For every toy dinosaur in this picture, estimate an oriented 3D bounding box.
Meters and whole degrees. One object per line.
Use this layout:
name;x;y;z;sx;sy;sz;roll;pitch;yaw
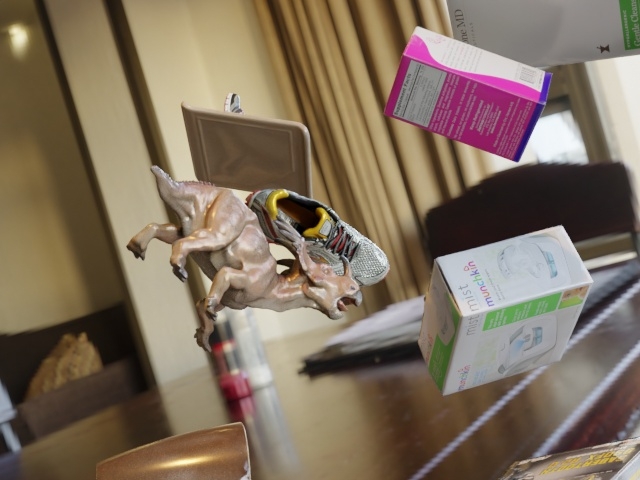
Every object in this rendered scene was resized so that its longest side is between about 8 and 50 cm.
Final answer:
toy dinosaur;-0.103;0.005;1.326;0.200;0.296;0.127;-43;18;-25

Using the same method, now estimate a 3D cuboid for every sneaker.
sneaker;-0.151;-0.220;2.116;0.074;0.170;0.063;-4;-35;-7
sneaker;0.000;0.000;1.491;0.225;0.088;0.092;27;-17;-19

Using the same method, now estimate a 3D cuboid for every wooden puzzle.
wooden puzzle;-0.126;-0.159;1.930;0.238;0.044;0.221;13;-32;10

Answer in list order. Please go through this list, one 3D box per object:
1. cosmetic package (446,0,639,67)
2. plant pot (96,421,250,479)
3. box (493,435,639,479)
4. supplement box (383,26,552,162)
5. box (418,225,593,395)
cosmetic package;0.393;-0.395;1.712;0.365;0.197;0.155;-6;31;21
plant pot;-0.236;0.400;1.696;0.230;0.215;0.215;-1;0;-11
box;0.324;0.332;1.433;0.231;0.056;0.183;-23;-3;39
supplement box;0.221;-0.221;1.621;0.220;0.114;0.111;22;36;4
box;0.298;0.119;1.801;0.231;0.127;0.262;-14;-34;-13
